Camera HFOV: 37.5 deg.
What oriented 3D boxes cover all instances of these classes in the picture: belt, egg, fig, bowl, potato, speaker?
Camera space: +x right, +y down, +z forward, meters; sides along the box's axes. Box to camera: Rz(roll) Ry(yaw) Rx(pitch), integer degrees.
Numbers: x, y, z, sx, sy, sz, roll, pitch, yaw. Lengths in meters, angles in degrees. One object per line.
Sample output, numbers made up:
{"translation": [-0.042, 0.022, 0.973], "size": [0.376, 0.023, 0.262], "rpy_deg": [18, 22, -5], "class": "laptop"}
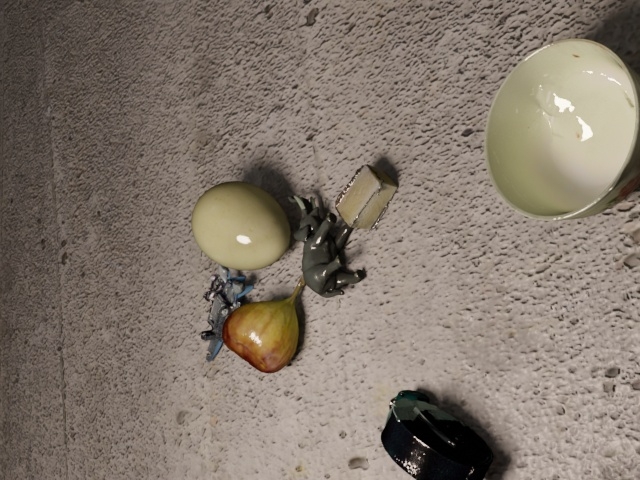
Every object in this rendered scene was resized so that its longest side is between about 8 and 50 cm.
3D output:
{"translation": [0.193, 0.341, 1.580], "size": [0.198, 0.151, 0.078], "rpy_deg": [32, 111, 30], "class": "belt"}
{"translation": [-0.169, -0.028, 2.038], "size": [0.253, 0.188, 0.189], "rpy_deg": [28, 104, 43], "class": "egg"}
{"translation": [-0.098, 0.167, 1.963], "size": [0.160, 0.143, 0.231], "rpy_deg": [42, 110, 11], "class": "fig"}
{"translation": [0.397, -0.156, 1.439], "size": [0.277, 0.145, 0.277], "rpy_deg": [-10, 76, 46], "class": "bowl"}
{"translation": [0.091, -0.084, 1.845], "size": [0.122, 0.061, 0.086], "rpy_deg": [-56, 47, 23], "class": "potato"}
{"translation": [0.160, 0.308, 1.708], "size": [0.094, 0.060, 0.075], "rpy_deg": [-136, 58, -84], "class": "speaker"}

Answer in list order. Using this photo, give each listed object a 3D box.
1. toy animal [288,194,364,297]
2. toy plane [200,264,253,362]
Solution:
{"translation": [0.005, -0.007, 1.912], "size": [0.137, 0.082, 0.270], "rpy_deg": [-38, 57, 38], "class": "toy animal"}
{"translation": [-0.231, 0.177, 2.157], "size": [0.169, 0.078, 0.246], "rpy_deg": [44, 116, 43], "class": "toy plane"}
